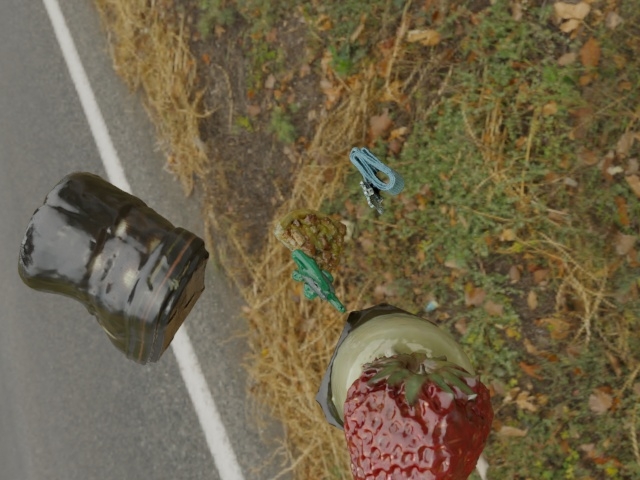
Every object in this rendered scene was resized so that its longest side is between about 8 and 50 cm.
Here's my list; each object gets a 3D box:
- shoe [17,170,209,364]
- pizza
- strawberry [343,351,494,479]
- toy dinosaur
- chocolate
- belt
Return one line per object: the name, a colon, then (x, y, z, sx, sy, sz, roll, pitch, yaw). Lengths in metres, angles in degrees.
shoe: (-0.293, 0.047, 0.901, 0.171, 0.237, 0.384, -60, 3, -20)
pizza: (0.000, -0.001, 1.151, 0.046, 0.175, 0.134, -37, 76, 38)
strawberry: (0.120, 0.280, 0.858, 0.205, 0.205, 0.245, 19, 105, 52)
toy dinosaur: (-0.004, 0.068, 1.056, 0.132, 0.059, 0.096, 49, 173, -3)
chocolate: (0.169, 0.303, 1.373, 0.297, 0.326, 0.314, 67, -133, -79)
belt: (0.122, -0.154, 1.538, 0.100, 0.065, 0.179, -50, 45, 13)
